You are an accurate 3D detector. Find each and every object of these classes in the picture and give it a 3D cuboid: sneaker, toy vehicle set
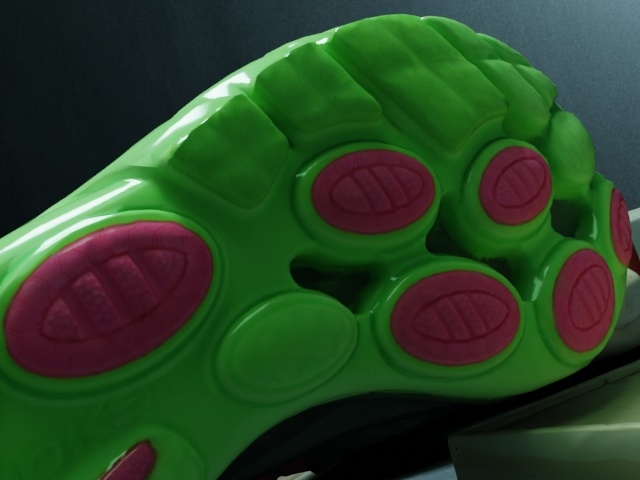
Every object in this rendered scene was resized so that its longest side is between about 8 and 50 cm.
[{"bbox_3d":[-0.058,0.043,0.519,0.483,0.185,0.202,-24,-1,-31],"label":"sneaker"},{"bbox_3d":[0.209,0.059,0.526,0.267,0.035,0.166,-15,-2,-29],"label":"toy vehicle set"}]

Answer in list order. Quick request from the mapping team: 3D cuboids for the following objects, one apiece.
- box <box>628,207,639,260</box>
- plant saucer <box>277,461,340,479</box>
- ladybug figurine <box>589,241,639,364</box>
[{"bbox_3d":[0.317,0.015,1.169,0.113,0.094,0.275,-17,-1,42],"label":"box"},{"bbox_3d":[-0.038,0.038,0.790,0.311,0.310,0.050,-17,-40,28],"label":"plant saucer"},{"bbox_3d":[0.063,-0.004,0.967,0.449,0.162,0.305,9,1,44],"label":"ladybug figurine"}]
